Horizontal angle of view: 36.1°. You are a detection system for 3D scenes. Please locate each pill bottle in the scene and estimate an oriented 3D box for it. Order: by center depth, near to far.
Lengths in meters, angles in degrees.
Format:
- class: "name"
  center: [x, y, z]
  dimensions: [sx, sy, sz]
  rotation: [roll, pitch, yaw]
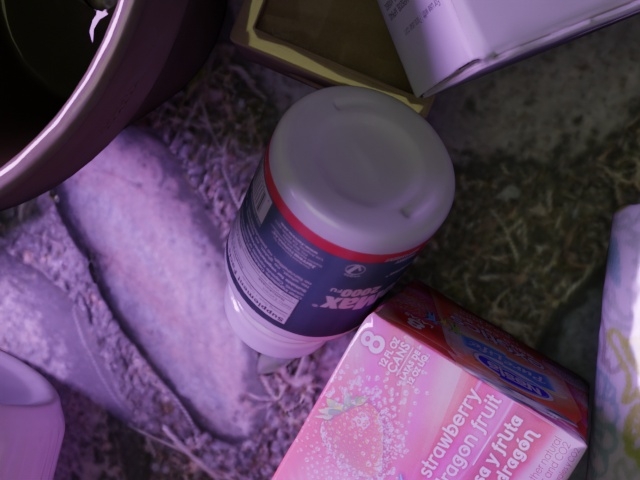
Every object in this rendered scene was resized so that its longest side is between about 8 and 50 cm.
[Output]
- class: "pill bottle"
  center: [0.000, 0.000, 0.604]
  dimensions: [0.108, 0.108, 0.180]
  rotation: [42, 145, 8]

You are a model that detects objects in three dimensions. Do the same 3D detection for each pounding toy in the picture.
- class: "pounding toy"
  center: [0.019, -0.201, 0.616]
  dimensions: [0.181, 0.094, 0.206]
  rotation: [23, 93, 0]

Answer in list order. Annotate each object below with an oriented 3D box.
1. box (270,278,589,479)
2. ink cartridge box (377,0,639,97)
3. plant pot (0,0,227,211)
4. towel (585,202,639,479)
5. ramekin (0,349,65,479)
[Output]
- class: "box"
  center: [0.034, 0.192, 0.625]
  dimensions: [0.142, 0.154, 0.300]
  rotation: [31, 103, 10]
- class: "ink cartridge box"
  center: [0.100, -0.236, 0.511]
  dimensions: [0.197, 0.114, 0.273]
  rotation: [-22, 91, -9]
- class: "plant pot"
  center: [-0.187, -0.173, 0.586]
  dimensions: [0.323, 0.280, 0.323]
  rotation: [1, 95, 16]
- class: "towel"
  center: [0.343, 0.152, 0.554]
  dimensions: [0.374, 0.090, 0.321]
  rotation: [5, 84, 14]
- class: "ramekin"
  center: [-0.301, 0.127, 0.661]
  dimensions: [0.272, 0.273, 0.127]
  rotation: [22, 88, 12]
